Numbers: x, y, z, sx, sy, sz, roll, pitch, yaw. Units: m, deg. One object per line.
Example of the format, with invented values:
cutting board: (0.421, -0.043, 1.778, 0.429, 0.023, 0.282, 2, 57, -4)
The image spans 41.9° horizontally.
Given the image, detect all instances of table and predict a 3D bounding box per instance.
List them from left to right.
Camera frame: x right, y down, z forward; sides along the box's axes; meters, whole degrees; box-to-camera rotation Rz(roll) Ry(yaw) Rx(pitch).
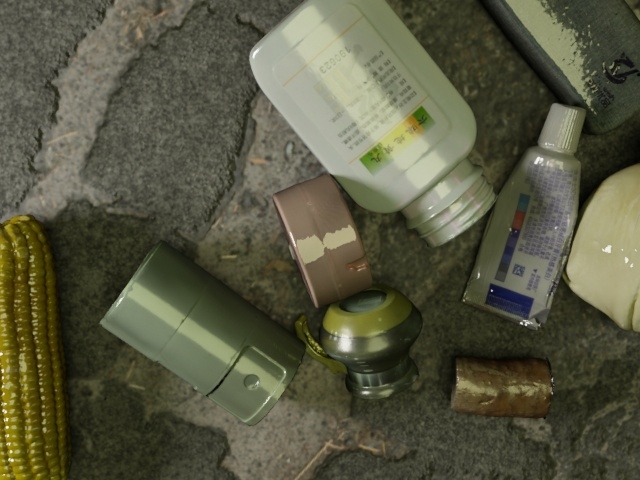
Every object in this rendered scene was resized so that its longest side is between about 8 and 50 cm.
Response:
table: (-0.140, 0.112, 1.011, 0.220, 0.126, 0.126, 36, 92, -8)

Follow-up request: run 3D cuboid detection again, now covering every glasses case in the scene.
glasses case: (0.292, -0.287, 1.035, 0.131, 0.074, 0.323, -41, 98, 2)

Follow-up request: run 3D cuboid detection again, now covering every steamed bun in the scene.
steamed bun: (0.461, -0.009, 1.013, 0.289, 0.203, 0.276, 10, 95, -5)

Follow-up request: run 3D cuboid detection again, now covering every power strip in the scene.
power strip: (0.000, 0.000, 1.002, 0.078, 0.154, 0.154, -22, 97, -4)

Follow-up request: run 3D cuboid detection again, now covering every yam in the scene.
yam: (0.231, 0.188, 1.079, 0.127, 0.084, 0.084, 4, 96, -1)

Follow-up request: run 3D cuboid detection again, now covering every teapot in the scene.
teapot: (0.049, 0.125, 1.042, 0.166, 0.130, 0.119, -2, 115, 27)

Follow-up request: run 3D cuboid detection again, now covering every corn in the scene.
corn: (-0.367, 0.144, 0.995, 0.131, 0.131, 0.344, -6, 97, -4)

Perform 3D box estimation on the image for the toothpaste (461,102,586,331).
toothpaste: (0.269, -0.031, 1.044, 0.068, 0.099, 0.282, 4, 107, -35)

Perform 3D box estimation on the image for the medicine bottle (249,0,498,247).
medicine bottle: (0.073, -0.145, 1.007, 0.179, 0.124, 0.324, -41, 96, 1)
